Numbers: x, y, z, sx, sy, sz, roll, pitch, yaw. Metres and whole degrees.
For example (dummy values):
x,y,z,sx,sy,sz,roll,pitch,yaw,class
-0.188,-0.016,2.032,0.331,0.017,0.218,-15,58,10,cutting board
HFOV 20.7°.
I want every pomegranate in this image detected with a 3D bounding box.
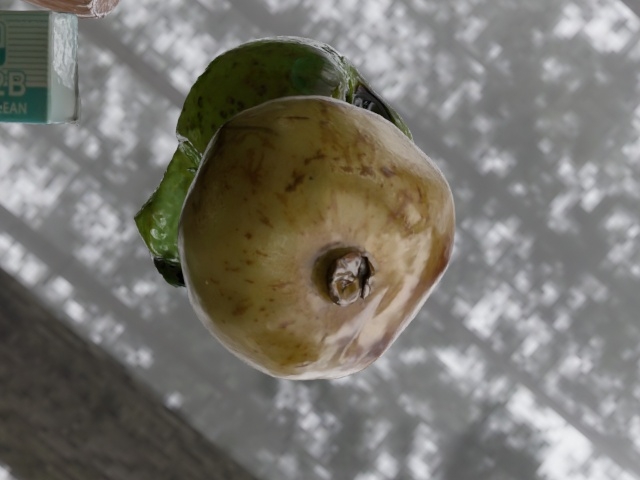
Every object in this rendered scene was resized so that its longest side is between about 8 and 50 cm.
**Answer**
x,y,z,sx,sy,sz,roll,pitch,yaw,class
0.000,0.000,1.308,0.215,0.215,0.215,-48,-169,12,pomegranate

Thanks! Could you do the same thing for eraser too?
x,y,z,sx,sy,sz,roll,pitch,yaw,class
-0.312,-0.147,1.483,0.052,0.225,0.096,-12,104,-66,eraser

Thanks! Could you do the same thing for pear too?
x,y,z,sx,sy,sz,roll,pitch,yaw,class
-0.019,-0.042,1.496,0.164,0.238,0.255,-49,175,-35,pear

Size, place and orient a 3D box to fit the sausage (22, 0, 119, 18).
x,y,z,sx,sy,sz,roll,pitch,yaw,class
-0.322,-0.305,1.647,0.121,0.304,0.121,22,90,-84,sausage
